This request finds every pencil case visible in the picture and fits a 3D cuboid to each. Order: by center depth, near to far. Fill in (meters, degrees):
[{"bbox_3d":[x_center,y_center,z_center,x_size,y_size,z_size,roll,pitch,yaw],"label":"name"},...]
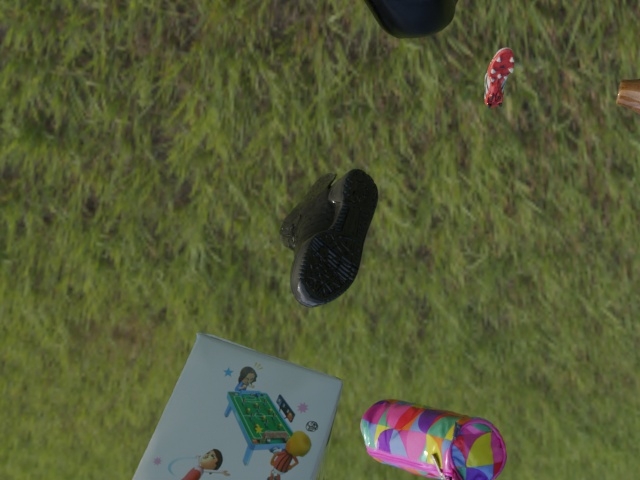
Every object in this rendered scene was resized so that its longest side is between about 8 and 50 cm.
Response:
[{"bbox_3d":[0.148,0.278,1.229,0.104,0.105,0.236,15,170,-25],"label":"pencil case"}]

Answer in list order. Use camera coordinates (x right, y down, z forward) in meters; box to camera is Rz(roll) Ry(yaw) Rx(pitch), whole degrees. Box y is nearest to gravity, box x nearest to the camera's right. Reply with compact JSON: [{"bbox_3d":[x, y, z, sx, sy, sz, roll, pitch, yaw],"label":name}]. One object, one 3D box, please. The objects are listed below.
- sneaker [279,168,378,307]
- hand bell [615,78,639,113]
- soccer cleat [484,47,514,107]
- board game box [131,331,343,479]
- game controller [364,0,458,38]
[{"bbox_3d":[-0.002,-0.002,0.751,0.051,0.170,0.089,41,139,-19],"label":"sneaker"},{"bbox_3d":[0.350,-0.093,0.680,0.241,0.126,0.126,14,156,15],"label":"hand bell"},{"bbox_3d":[0.200,-0.188,1.013,0.029,0.036,0.083,-3,139,-3],"label":"soccer cleat"},{"bbox_3d":[-0.079,0.243,0.516,0.097,0.303,0.224,17,147,8],"label":"board game box"},{"bbox_3d":[0.116,-0.285,0.572,0.067,0.319,0.166,31,178,16],"label":"game controller"}]
